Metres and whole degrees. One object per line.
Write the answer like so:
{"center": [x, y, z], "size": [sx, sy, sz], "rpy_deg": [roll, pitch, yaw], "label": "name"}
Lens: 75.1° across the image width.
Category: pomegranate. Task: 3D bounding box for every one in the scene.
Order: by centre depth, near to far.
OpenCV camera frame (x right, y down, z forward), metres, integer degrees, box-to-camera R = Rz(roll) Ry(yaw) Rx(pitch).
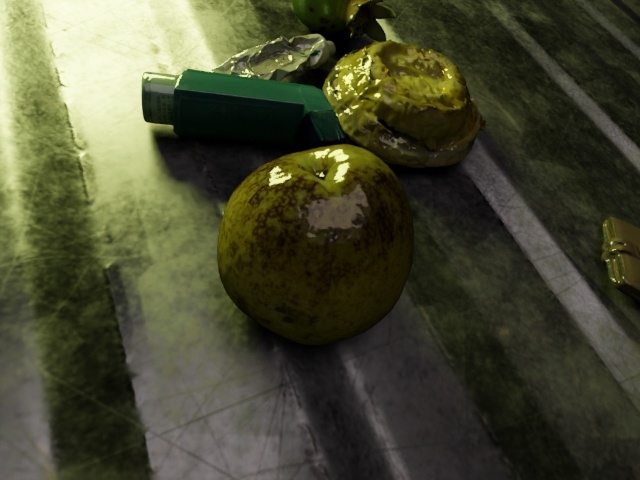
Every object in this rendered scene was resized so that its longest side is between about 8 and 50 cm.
{"center": [0.039, -0.425, 0.703], "size": [0.156, 0.156, 0.220], "rpy_deg": [-17, 40, -26], "label": "pomegranate"}

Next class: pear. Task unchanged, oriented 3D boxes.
{"center": [0.000, 0.000, 0.410], "size": [0.197, 0.197, 0.198], "rpy_deg": [8, 56, -13], "label": "pear"}

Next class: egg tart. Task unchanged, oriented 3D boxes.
{"center": [0.141, -0.234, 0.662], "size": [0.278, 0.095, 0.279], "rpy_deg": [7, 58, -12], "label": "egg tart"}

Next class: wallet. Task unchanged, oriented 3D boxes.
{"center": [0.484, 0.036, 0.633], "size": [0.117, 0.039, 0.153], "rpy_deg": [29, 51, -1], "label": "wallet"}

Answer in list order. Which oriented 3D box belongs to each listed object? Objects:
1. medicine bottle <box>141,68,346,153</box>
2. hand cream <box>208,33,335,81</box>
{"center": [-0.096, -0.162, 0.547], "size": [0.257, 0.079, 0.124], "rpy_deg": [4, 60, -15], "label": "medicine bottle"}
{"center": [-0.071, -0.271, 0.649], "size": [0.256, 0.050, 0.084], "rpy_deg": [-31, 75, -28], "label": "hand cream"}
